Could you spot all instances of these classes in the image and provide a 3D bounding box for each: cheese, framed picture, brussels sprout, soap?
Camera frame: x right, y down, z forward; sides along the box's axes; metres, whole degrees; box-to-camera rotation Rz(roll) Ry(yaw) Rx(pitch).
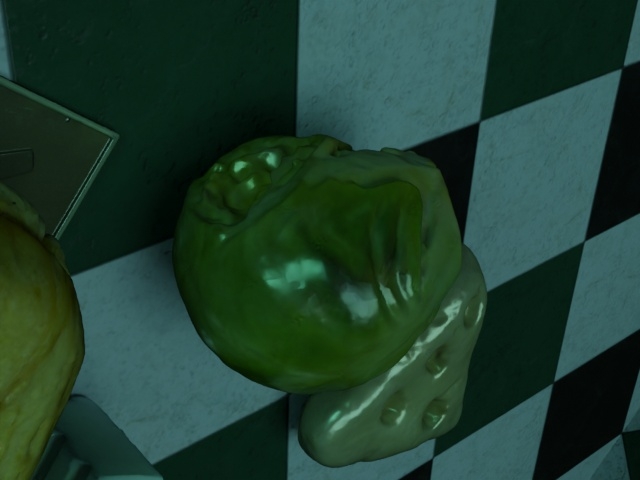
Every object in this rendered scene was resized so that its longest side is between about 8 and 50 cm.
[{"bbox_3d":[0.106,0.187,1.497,0.328,0.129,0.351,-19,129,-36],"label":"cheese"},{"bbox_3d":[-0.313,-0.081,0.985,0.203,0.015,0.150,24,99,-51],"label":"framed picture"},{"bbox_3d":[0.001,0.015,1.130,0.344,0.268,0.344,1,84,-13],"label":"brussels sprout"},{"bbox_3d":[-0.338,0.369,1.122,0.115,0.208,0.347,26,97,-50],"label":"soap"}]

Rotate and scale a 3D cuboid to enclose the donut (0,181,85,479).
[{"bbox_3d":[-0.377,0.133,0.755,0.449,0.198,0.449,-40,148,-31],"label":"donut"}]
